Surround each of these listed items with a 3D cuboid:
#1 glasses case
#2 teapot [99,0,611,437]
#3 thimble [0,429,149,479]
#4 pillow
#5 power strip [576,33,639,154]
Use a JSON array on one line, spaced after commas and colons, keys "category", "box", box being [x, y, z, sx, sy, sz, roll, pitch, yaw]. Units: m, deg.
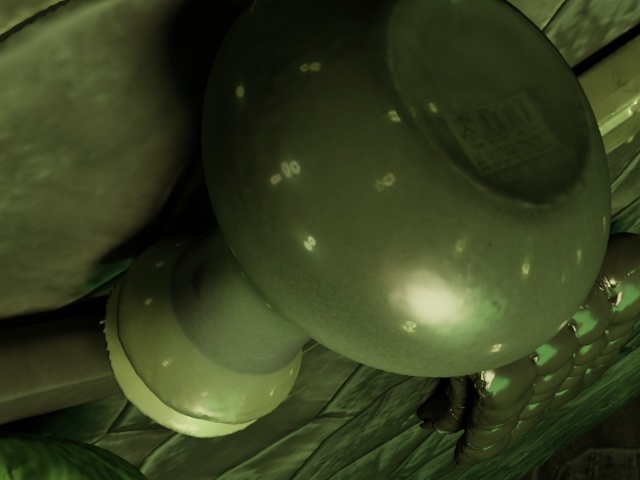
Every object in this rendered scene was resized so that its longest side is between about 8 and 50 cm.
[{"category": "glasses case", "box": [-0.162, 0.073, 0.589, 0.190, 0.042, 0.072, -9, 155, -48]}, {"category": "teapot", "box": [0.000, 0.000, 0.510, 0.183, 0.183, 0.251, -15, 162, -40]}, {"category": "thimble", "box": [-0.177, 0.219, 0.641, 0.219, 0.219, 0.150, -36, 160, 6]}, {"category": "pillow", "box": [0.223, 0.125, 1.194, 0.228, 0.101, 0.326, -33, 161, -11]}, {"category": "power strip", "box": [0.199, -0.094, 0.738, 0.286, 0.048, 0.080, -34, 165, 1]}]
